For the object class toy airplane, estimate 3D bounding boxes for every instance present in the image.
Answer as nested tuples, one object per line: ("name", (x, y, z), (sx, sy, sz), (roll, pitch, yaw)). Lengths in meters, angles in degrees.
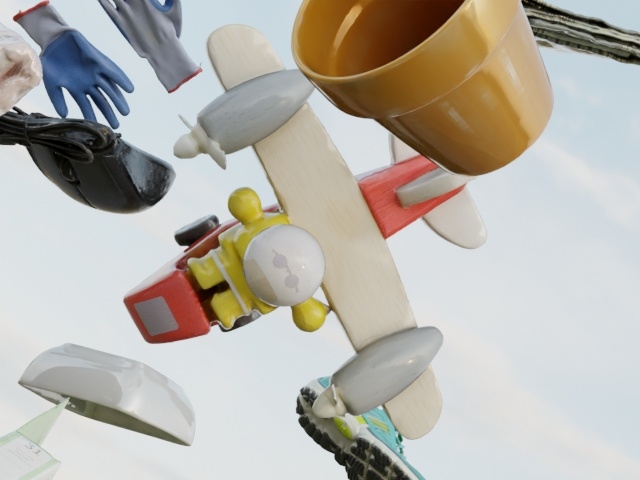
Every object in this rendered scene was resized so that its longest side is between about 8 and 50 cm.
("toy airplane", (0.000, 0.000, 1.526), (0.386, 0.384, 0.272), (21, 15, 3))

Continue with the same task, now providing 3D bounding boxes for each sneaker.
("sneaker", (0.083, 0.291, 2.026), (0.275, 0.110, 0.107), (47, -42, 28))

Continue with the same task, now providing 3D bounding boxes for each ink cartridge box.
("ink cartridge box", (-0.264, 0.227, 1.102), (0.056, 0.171, 0.235), (34, 11, 9))

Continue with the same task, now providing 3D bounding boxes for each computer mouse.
("computer mouse", (-0.249, -0.076, 1.456), (0.189, 0.072, 0.272), (13, -5, 23))

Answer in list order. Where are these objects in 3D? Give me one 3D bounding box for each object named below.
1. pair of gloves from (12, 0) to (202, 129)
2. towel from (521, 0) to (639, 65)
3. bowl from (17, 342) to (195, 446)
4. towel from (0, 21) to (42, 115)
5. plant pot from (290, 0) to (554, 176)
("pair of gloves", (-0.217, -0.204, 1.446), (0.198, 0.023, 0.159), (-26, -73, 23))
("towel", (0.276, -0.282, 1.868), (0.312, 0.056, 0.324), (12, 5, -25))
("bowl", (-0.190, 0.140, 1.294), (0.142, 0.053, 0.142), (11, -18, 27))
("towel", (-0.374, -0.077, 1.092), (0.053, 0.317, 0.332), (59, -10, -23))
("plant pot", (0.110, -0.162, 1.238), (0.205, 0.205, 0.188), (10, -27, 47))
